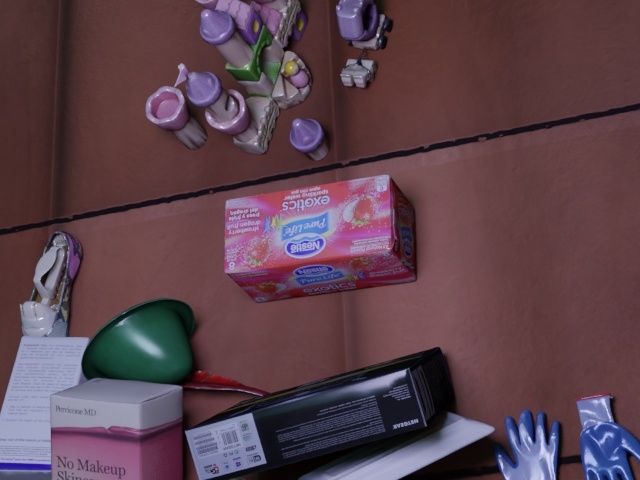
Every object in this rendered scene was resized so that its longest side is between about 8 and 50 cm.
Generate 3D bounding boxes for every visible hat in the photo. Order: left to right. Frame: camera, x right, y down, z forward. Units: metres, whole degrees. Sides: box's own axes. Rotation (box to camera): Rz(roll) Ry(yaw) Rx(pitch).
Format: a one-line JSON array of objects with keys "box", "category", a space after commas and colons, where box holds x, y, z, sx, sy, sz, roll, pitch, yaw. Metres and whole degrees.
[{"box": [-0.212, 0.200, 2.018, 0.208, 0.173, 0.183, -37, 58, 1], "category": "hat"}]

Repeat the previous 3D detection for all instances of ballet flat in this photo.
[{"box": [-0.427, 0.086, 2.209, 0.077, 0.079, 0.221, 2, 69, 22], "category": "ballet flat"}]

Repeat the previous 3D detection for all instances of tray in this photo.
[{"box": [0.083, 0.283, 1.840, 0.270, 0.145, 0.030, -24, 97, -15], "category": "tray"}]

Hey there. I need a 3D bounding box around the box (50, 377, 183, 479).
[{"box": [-0.282, 0.319, 1.969, 0.149, 0.127, 0.232, 2, 97, 23], "category": "box"}]

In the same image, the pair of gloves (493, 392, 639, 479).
[{"box": [0.328, 0.285, 1.855, 0.198, 0.023, 0.159, -15, 65, 16], "category": "pair of gloves"}]

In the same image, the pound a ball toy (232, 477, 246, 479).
[{"box": [-0.026, 0.429, 1.889, 0.319, 0.135, 0.208, 31, 56, 30], "category": "pound a ball toy"}]

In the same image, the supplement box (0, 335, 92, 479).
[{"box": [-0.396, 0.260, 2.072, 0.114, 0.111, 0.220, -1, 56, 12], "category": "supplement box"}]

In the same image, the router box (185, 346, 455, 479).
[{"box": [0.007, 0.229, 1.875, 0.309, 0.243, 0.081, -17, 88, 15], "category": "router box"}]

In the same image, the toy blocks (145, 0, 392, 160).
[{"box": [-0.103, -0.297, 2.145, 0.309, 0.260, 0.288, 9, 71, 25], "category": "toy blocks"}]

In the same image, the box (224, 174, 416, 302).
[{"box": [0.000, 0.000, 2.049, 0.257, 0.128, 0.122, -8, 65, 18], "category": "box"}]
